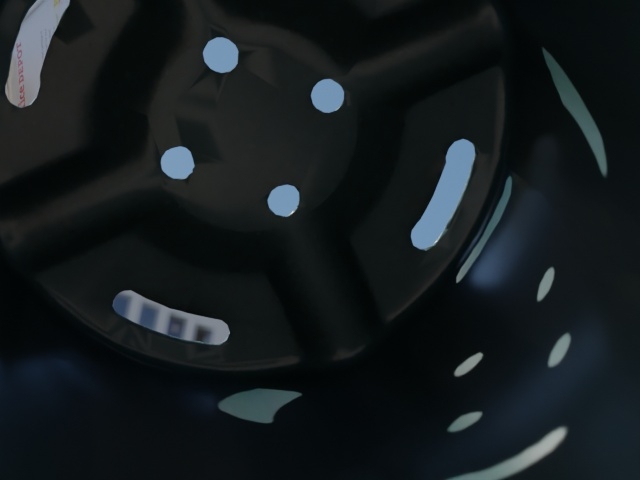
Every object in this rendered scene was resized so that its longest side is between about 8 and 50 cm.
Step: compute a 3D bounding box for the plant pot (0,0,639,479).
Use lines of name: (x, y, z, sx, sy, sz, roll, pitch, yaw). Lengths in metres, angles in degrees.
plant pot: (0.000, 0.000, 0.418, 0.341, 0.341, 0.334, 17, 13, -17)

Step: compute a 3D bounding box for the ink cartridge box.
ink cartridge box: (-0.334, -0.235, 1.447, 0.093, 0.212, 0.154, 20, -42, 9)
